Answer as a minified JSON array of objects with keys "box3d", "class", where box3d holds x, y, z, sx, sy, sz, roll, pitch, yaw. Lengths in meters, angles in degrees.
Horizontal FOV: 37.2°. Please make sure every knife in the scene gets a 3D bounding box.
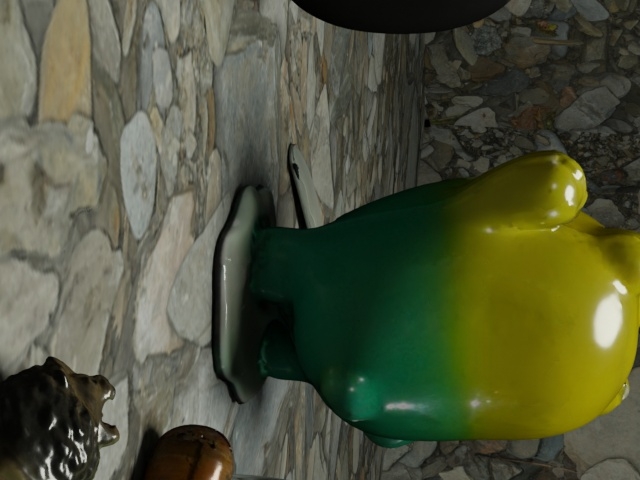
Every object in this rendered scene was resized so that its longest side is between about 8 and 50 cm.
[{"box3d":[0.000,-0.002,1.119,0.336,0.043,0.081,81,10,-48],"class":"knife"}]

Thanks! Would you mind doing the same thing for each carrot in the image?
[{"box3d":[-0.096,0.189,0.577,0.055,0.055,0.161,81,23,-54],"class":"carrot"}]

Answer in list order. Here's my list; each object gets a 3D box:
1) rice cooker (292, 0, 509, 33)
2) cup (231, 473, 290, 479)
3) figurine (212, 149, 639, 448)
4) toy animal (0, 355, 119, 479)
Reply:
[{"box3d":[0.067,-0.300,0.759,0.224,0.267,0.267,-63,156,-60],"class":"rice cooker"},{"box3d":[-0.068,0.235,0.662,0.136,0.099,0.133,10,84,-49],"class":"cup"},{"box3d":[0.096,0.062,0.793,0.231,0.340,0.324,-74,164,-51],"class":"figurine"},{"box3d":[-0.124,0.130,0.334,0.220,0.069,0.086,-79,149,-62],"class":"toy animal"}]
